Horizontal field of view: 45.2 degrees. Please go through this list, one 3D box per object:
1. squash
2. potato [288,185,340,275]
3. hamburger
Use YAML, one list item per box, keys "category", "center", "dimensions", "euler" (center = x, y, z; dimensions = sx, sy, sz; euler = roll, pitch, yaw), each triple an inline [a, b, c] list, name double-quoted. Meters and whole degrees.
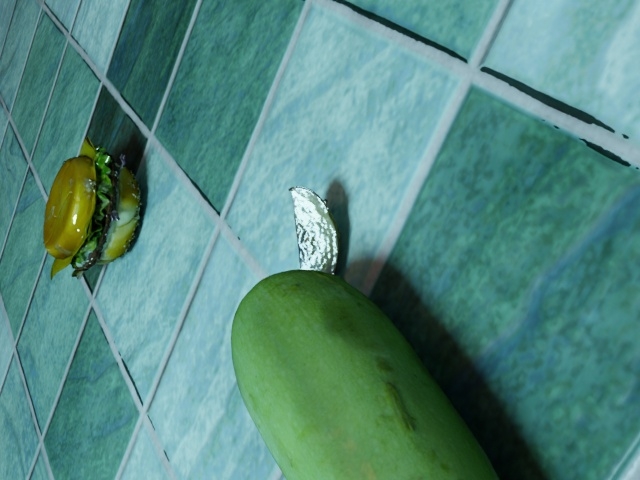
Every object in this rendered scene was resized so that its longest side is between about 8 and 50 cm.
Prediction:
- category: "squash"
  center: [0.049, 0.147, 0.464]
  dimensions: [0.371, 0.118, 0.118]
  euler: [51, 121, 43]
- category: "potato"
  center: [0.001, -0.001, 0.640]
  dimensions: [0.037, 0.036, 0.093]
  euler: [-6, 94, 16]
- category: "hamburger"
  center: [-0.296, -0.035, 0.997]
  dimensions: [0.189, 0.093, 0.164]
  euler: [-24, 60, 47]
